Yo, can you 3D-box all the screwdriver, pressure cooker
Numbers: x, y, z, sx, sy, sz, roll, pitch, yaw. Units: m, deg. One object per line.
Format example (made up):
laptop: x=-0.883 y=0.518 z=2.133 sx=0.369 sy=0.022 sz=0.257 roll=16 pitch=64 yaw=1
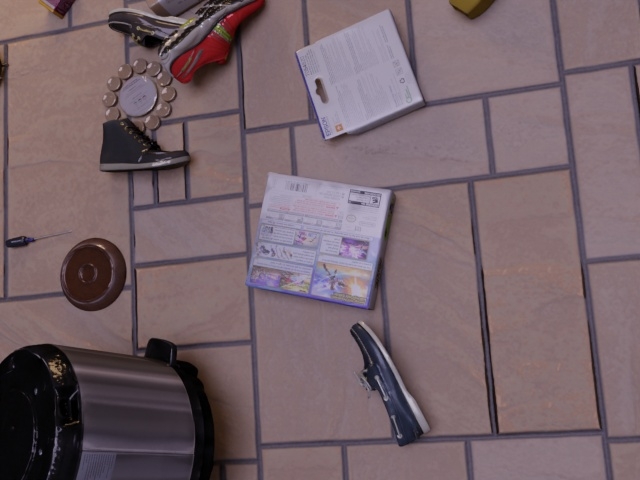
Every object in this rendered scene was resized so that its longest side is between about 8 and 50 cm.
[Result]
screwdriver: x=-0.652 y=-0.004 z=1.863 sx=0.170 sy=0.024 sz=0.025 roll=-7 pitch=51 yaw=13
pressure cooker: x=-0.407 y=0.402 z=1.543 sx=0.370 sy=0.421 sz=0.375 roll=-47 pitch=49 yaw=26

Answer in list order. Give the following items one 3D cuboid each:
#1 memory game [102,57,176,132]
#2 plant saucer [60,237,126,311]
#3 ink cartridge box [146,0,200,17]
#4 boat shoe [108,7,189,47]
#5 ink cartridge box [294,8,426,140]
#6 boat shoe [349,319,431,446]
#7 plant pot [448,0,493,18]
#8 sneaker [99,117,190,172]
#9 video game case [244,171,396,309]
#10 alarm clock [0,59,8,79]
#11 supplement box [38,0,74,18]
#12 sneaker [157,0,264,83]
memory game: x=-0.418 y=-0.329 z=1.847 sx=0.186 sy=0.012 sz=0.186 roll=-2 pitch=82 yaw=16
plant saucer: x=-0.519 y=0.075 z=1.809 sx=0.169 sy=0.029 sz=0.168 roll=-3 pitch=81 yaw=17
ink cartridge box: x=-0.308 y=-0.642 z=1.822 sx=0.235 sy=0.088 sz=0.193 roll=-28 pitch=74 yaw=10
boat shoe: x=-0.386 y=-0.472 z=1.822 sx=0.228 sy=0.081 sz=0.068 roll=12 pitch=82 yaw=15
ink cartridge box: x=0.081 y=-0.341 z=1.687 sx=0.224 sy=0.045 sz=0.223 roll=-20 pitch=76 yaw=13
boat shoe: x=0.119 y=0.276 z=1.564 sx=0.079 sy=0.095 sz=0.254 roll=-31 pitch=84 yaw=-2
plant pot: x=0.306 y=-0.501 z=1.630 sx=0.081 sy=0.081 sz=0.083 roll=38 pitch=104 yaw=17
sneaker: x=-0.394 y=-0.215 z=1.778 sx=0.222 sy=0.083 sz=0.118 roll=-1 pitch=91 yaw=17
video game case: x=0.000 y=0.000 z=1.652 sx=0.270 sy=0.061 sz=0.244 roll=10 pitch=84 yaw=17
alarm clock: x=-0.859 y=-0.412 z=1.960 sx=0.192 sy=0.064 sz=0.129 roll=-13 pitch=79 yaw=12
supplement box: x=-0.627 y=-0.586 z=1.928 sx=0.055 sy=0.043 sz=0.083 roll=38 pitch=94 yaw=18
sneaker: x=-0.230 y=-0.451 z=1.772 sx=0.279 sy=0.118 sz=0.107 roll=-41 pitch=37 yaw=-12
